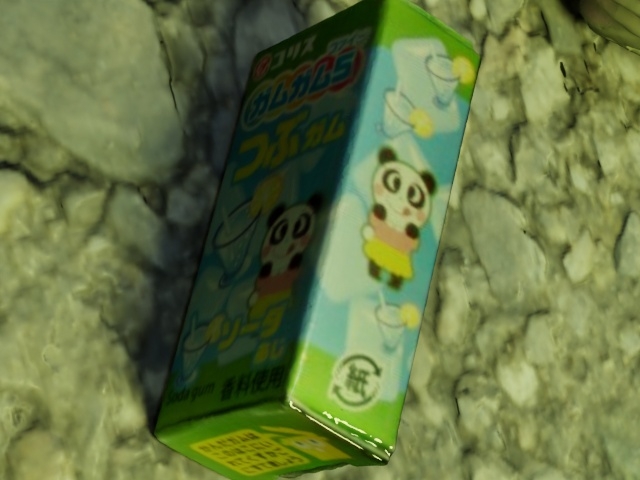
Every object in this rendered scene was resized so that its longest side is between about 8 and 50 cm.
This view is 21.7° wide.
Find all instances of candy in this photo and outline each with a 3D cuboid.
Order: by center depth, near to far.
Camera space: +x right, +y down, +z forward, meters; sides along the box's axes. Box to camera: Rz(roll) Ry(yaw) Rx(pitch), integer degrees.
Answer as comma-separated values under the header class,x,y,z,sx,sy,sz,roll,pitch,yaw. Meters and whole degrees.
class,x,y,z,sx,sy,sz,roll,pitch,yaw
candy,0.000,0.000,0.704,0.062,0.097,0.194,29,61,-29

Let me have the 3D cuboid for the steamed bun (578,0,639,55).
class,x,y,z,sx,sy,sz,roll,pitch,yaw
steamed bun,0.244,-0.191,0.895,0.320,0.206,0.275,33,40,-5
